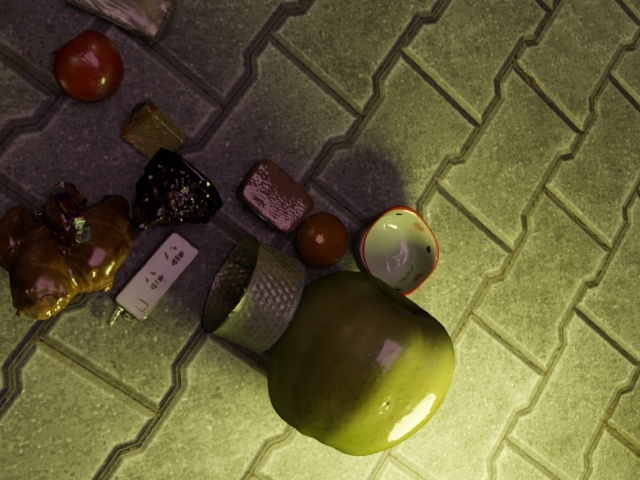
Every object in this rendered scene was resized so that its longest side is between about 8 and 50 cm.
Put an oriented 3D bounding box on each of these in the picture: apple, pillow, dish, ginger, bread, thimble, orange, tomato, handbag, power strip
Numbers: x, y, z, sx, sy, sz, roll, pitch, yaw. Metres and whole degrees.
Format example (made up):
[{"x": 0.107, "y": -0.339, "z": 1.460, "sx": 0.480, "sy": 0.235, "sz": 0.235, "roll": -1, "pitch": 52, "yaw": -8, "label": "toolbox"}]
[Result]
[{"x": 0.095, "y": 0.310, "z": 1.764, "sx": 0.473, "sy": 0.473, "sz": 0.473, "roll": 1, "pitch": 88, "yaw": -23, "label": "apple"}, {"x": -0.491, "y": -0.600, "z": 1.740, "sx": 0.255, "sy": 0.059, "sz": 0.169, "roll": 25, "pitch": 79, "yaw": -19, "label": "pillow"}, {"x": 0.201, "y": 0.032, "z": 1.987, "sx": 0.256, "sy": 0.117, "sz": 0.256, "roll": 1, "pitch": 87, "yaw": -23, "label": "dish"}, {"x": -0.589, "y": 0.010, "z": 1.633, "sx": 0.357, "sy": 0.152, "sz": 0.274, "roll": -32, "pitch": 71, "yaw": -25, "label": "ginger"}, {"x": -0.411, "y": -0.271, "z": 1.720, "sx": 0.147, "sy": 0.152, "sz": 0.127, "roll": 44, "pitch": 81, "yaw": -18, "label": "bread"}, {"x": -0.171, "y": 0.138, "z": 1.745, "sx": 0.150, "sy": 0.271, "sz": 0.271, "roll": 28, "pitch": 78, "yaw": -23, "label": "thimble"}, {"x": 0.000, "y": 0.000, "z": 1.896, "sx": 0.156, "sy": 0.124, "sz": 0.156, "roll": -20, "pitch": 119, "yaw": -40, "label": "orange"}, {"x": -0.549, "y": -0.407, "z": 1.656, "sx": 0.167, "sy": 0.167, "sz": 0.167, "roll": 1, "pitch": 88, "yaw": -23, "label": "tomato"}, {"x": -0.128, "y": -0.113, "z": 1.875, "sx": 0.193, "sy": 0.072, "sz": 0.151, "roll": 44, "pitch": 73, "yaw": -18, "label": "handbag"}, {"x": -0.428, "y": 0.106, "z": 1.748, "sx": 0.093, "sy": 0.053, "sz": 0.288, "roll": 43, "pitch": 72, "yaw": -17, "label": "power strip"}]

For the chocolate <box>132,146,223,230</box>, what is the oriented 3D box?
[{"x": -0.370, "y": -0.079, "z": 1.679, "sx": 0.206, "sy": 0.224, "sz": 0.177, "roll": 40, "pitch": 70, "yaw": -14, "label": "chocolate"}]

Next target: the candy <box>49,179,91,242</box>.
[{"x": -0.566, "y": -0.070, "z": 1.568, "sx": 0.045, "sy": 0.043, "sz": 0.175, "roll": -25, "pitch": 68, "yaw": -31, "label": "candy"}]
